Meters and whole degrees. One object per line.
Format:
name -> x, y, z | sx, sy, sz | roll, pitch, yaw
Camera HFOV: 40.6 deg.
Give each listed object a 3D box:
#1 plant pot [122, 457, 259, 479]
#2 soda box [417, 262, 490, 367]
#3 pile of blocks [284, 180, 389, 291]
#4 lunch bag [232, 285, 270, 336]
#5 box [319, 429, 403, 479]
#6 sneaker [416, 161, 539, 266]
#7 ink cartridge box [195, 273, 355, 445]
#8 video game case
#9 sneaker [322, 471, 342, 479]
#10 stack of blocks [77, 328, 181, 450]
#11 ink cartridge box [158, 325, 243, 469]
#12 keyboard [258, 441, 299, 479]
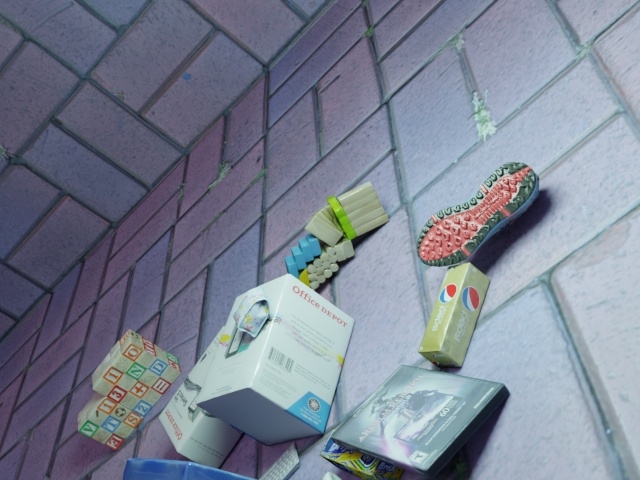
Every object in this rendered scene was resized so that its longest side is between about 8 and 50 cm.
plant pot -> -0.241, 0.541, 1.624 | 0.236, 0.236, 0.212 | -15, 56, 46
soda box -> 0.237, 0.133, 1.531 | 0.058, 0.061, 0.181 | -15, 45, 52
pile of blocks -> 0.000, 0.000, 2.007 | 0.362, 0.149, 0.112 | -50, 26, 9
lunch bag -> -0.129, 0.137, 1.703 | 0.083, 0.053, 0.071 | -59, 23, 7
box -> 0.071, 0.380, 1.504 | 0.169, 0.059, 0.054 | -2, 52, 59
sneaker -> 0.300, -0.031, 1.591 | 0.262, 0.125, 0.104 | -37, 66, 17
ink cartridge box -> -0.088, 0.248, 1.783 | 0.197, 0.198, 0.270 | -26, 36, 45
video game case -> 0.157, 0.291, 1.435 | 0.196, 0.026, 0.274 | -41, 20, -25
sneaker -> 0.013, 0.509, 1.381 | 0.147, 0.104, 0.295 | -42, 31, 12
stack of blocks -> -0.547, 0.414, 2.389 | 0.297, 0.171, 0.087 | -51, 25, 7
ink cartridge box -> -0.232, 0.360, 1.983 | 0.272, 0.115, 0.198 | -55, 25, -3
keyboard -> -0.130, 0.513, 1.731 | 0.256, 0.014, 0.072 | -49, 25, 9
